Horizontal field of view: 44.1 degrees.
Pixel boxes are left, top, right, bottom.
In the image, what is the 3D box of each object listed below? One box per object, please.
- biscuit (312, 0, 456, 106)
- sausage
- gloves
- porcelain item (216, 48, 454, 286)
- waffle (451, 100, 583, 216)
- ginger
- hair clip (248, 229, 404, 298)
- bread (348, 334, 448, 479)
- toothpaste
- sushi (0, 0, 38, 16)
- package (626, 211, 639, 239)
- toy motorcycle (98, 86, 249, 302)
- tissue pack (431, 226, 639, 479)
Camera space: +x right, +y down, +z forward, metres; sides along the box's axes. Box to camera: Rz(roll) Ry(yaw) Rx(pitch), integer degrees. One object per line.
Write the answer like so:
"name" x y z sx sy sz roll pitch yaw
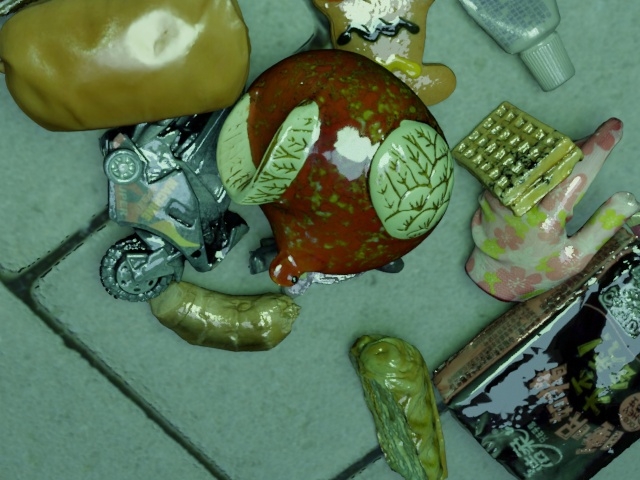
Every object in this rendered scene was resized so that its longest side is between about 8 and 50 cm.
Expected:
"biscuit" 0.076 -0.187 0.910 0.166 0.036 0.249 -7 112 -3
"sausage" -0.186 -0.175 0.754 0.241 0.120 0.136 -13 116 0
"gloves" 0.267 -0.041 0.927 0.126 0.145 0.241 8 124 -20
"porcelain item" 0.008 -0.058 0.812 0.253 0.253 0.252 -2 111 -6
"waffle" 0.220 -0.096 0.901 0.102 0.148 0.042 -42 120 7
"ginger" -0.119 0.094 0.970 0.190 0.069 0.095 4 115 1
"hair clip" -0.002 -0.002 0.970 0.187 0.056 0.146 -18 111 -9
"bread" 0.109 0.222 1.026 0.088 0.128 0.231 -26 114 -14
"toothpaste" 0.196 -0.291 0.875 0.099 0.068 0.282 -41 104 -25
"sushi" -0.209 -0.297 0.775 0.287 0.140 0.149 -9 119 -4
"package" 0.438 -0.032 1.017 0.083 0.029 0.059 -36 119 19
"toy motorcycle" -0.162 -0.071 0.895 0.173 0.108 0.307 2 110 -17
"tissue pack" 0.336 0.164 1.036 0.332 0.123 0.245 -42 105 6
